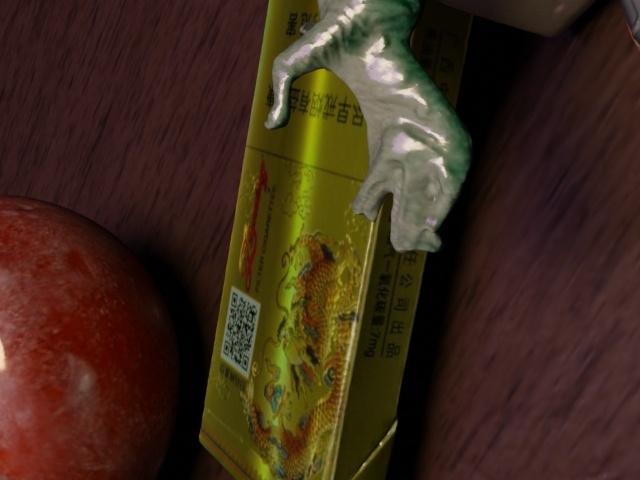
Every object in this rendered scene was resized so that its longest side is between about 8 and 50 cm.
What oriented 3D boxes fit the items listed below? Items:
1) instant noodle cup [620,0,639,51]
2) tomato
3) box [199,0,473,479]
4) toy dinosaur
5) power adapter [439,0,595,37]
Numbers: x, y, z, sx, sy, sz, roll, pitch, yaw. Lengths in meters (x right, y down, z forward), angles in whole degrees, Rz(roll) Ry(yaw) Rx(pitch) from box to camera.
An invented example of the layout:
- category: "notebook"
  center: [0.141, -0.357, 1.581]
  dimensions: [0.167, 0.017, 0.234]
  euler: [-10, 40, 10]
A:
- category: "instant noodle cup"
  center: [0.189, -0.100, 0.376]
  dimensions: [0.177, 0.125, 0.208]
  euler: [16, 97, 48]
- category: "tomato"
  center: [-0.221, 0.097, 0.740]
  dimensions: [0.270, 0.227, 0.270]
  euler: [3, 96, 27]
- category: "box"
  center: [0.000, 0.000, 0.607]
  dimensions: [0.173, 0.043, 0.311]
  euler: [22, 104, 60]
- category: "toy dinosaur"
  center: [-0.007, -0.183, 0.443]
  dimensions: [0.129, 0.076, 0.383]
  euler: [-4, 92, 16]
- category: "power adapter"
  center: [0.121, -0.210, 0.465]
  dimensions: [0.205, 0.125, 0.130]
  euler: [-44, 55, 38]
